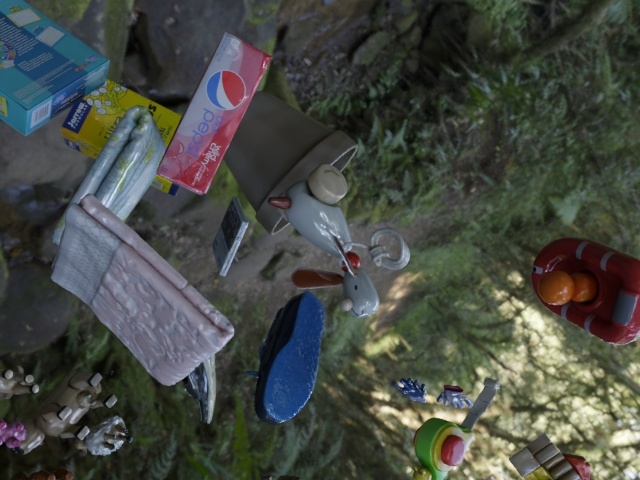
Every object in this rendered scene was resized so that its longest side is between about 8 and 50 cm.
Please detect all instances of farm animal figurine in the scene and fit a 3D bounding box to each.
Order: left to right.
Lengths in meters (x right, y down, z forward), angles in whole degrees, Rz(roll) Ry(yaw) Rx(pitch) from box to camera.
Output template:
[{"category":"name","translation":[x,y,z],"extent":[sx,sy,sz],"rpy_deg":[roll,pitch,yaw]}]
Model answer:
[{"category":"farm animal figurine","translation":[-0.617,0.386,1.487],"extent":[0.172,0.330,0.327],"rpy_deg":[-6,-165,37]}]

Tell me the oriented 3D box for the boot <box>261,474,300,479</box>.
[{"category":"boot","translation":[-0.105,0.653,1.718],"extent":[0.119,0.086,0.042],"rpy_deg":[-4,179,21]}]

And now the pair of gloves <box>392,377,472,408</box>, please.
[{"category":"pair of gloves","translation":[0.282,0.383,1.678],"extent":[0.159,0.198,0.023],"rpy_deg":[67,35,-56]}]

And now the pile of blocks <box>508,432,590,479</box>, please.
[{"category":"pile of blocks","translation":[0.508,0.502,1.314],"extent":[0.113,0.362,0.149],"rpy_deg":[-39,-150,8]}]

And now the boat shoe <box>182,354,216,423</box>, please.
[{"category":"boat shoe","translation":[-0.295,0.345,1.625],"extent":[0.084,0.079,0.232],"rpy_deg":[-88,178,-63]}]

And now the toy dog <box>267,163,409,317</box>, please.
[{"category":"toy dog","translation":[0.000,0.000,1.360],"extent":[0.161,0.333,0.220],"rpy_deg":[-14,144,-43]}]

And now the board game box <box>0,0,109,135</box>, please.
[{"category":"board game box","translation":[-0.669,-0.400,1.417],"extent":[0.253,0.336,0.079],"rpy_deg":[-54,179,-44]}]

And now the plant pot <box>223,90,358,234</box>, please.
[{"category":"plant pot","translation":[-0.111,-0.221,1.718],"extent":[0.323,0.280,0.323],"rpy_deg":[-46,176,-4]}]

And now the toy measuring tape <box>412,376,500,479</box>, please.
[{"category":"toy measuring tape","translation":[0.309,0.424,1.552],"extent":[0.330,0.121,0.121],"rpy_deg":[-48,171,-25]}]

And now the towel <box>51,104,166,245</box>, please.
[{"category":"towel","translation":[-0.493,-0.120,1.606],"extent":[0.374,0.090,0.320],"rpy_deg":[-62,-173,-8]}]

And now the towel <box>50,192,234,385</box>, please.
[{"category":"towel","translation":[-0.316,0.102,1.122],"extent":[0.053,0.317,0.332],"rpy_deg":[-49,-175,-34]}]

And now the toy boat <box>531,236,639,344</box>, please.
[{"category":"toy boat","translation":[0.436,0.079,1.134],"extent":[0.151,0.231,0.150],"rpy_deg":[3,105,-21]}]

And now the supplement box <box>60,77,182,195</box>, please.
[{"category":"supplement box","translation":[-0.537,-0.301,1.938],"extent":[0.194,0.357,0.195],"rpy_deg":[-67,-167,-11]}]

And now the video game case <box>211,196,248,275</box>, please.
[{"category":"video game case","translation":[-0.260,-0.015,1.901],"extent":[0.022,0.190,0.173],"rpy_deg":[18,109,-23]}]

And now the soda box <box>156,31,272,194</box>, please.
[{"category":"soda box","translation":[-0.182,-0.212,1.134],"extent":[0.263,0.092,0.083],"rpy_deg":[-64,-167,1]}]

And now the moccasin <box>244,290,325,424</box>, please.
[{"category":"moccasin","translation":[-0.074,0.262,1.454],"extent":[0.117,0.137,0.342],"rpy_deg":[-26,-157,33]}]
